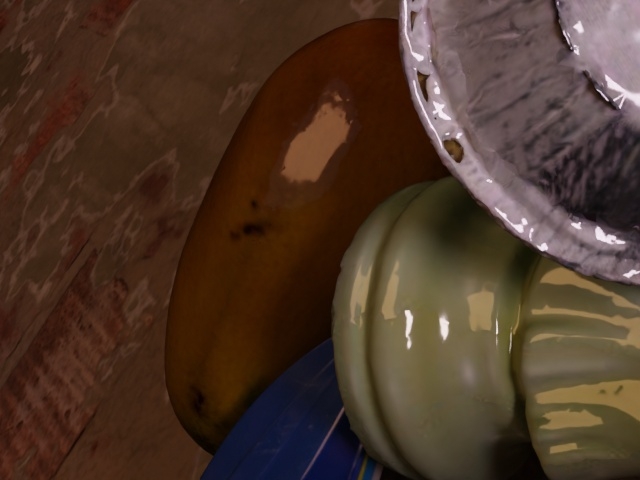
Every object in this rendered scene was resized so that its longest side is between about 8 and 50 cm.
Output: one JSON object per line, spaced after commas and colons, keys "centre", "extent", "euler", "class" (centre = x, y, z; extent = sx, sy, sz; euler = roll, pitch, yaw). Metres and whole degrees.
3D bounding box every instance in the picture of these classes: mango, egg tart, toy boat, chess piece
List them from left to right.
{"centre": [-0.022, 0.168, 0.741], "extent": [0.295, 0.088, 0.129], "euler": [-63, 30, 18], "class": "toy boat"}
{"centre": [0.000, 0.000, 0.826], "extent": [0.317, 0.173, 0.211], "euler": [-57, 16, 16], "class": "mango"}
{"centre": [0.166, 0.047, 0.603], "extent": [0.298, 0.176, 0.176], "euler": [0, 61, 39], "class": "chess piece"}
{"centre": [0.148, -0.096, 0.515], "extent": [0.234, 0.234, 0.094], "euler": [-58, 3, -3], "class": "egg tart"}
